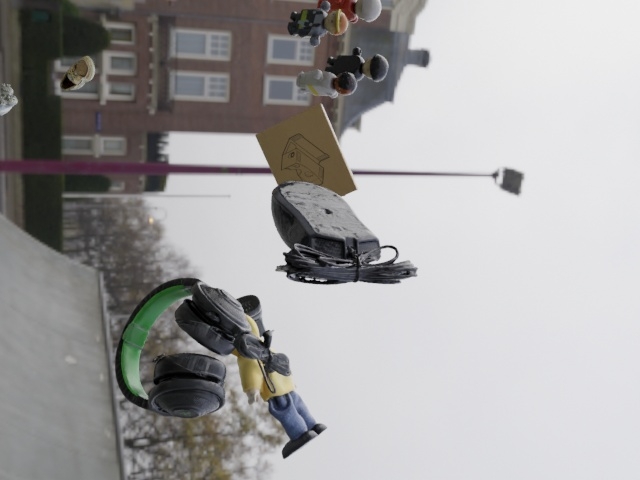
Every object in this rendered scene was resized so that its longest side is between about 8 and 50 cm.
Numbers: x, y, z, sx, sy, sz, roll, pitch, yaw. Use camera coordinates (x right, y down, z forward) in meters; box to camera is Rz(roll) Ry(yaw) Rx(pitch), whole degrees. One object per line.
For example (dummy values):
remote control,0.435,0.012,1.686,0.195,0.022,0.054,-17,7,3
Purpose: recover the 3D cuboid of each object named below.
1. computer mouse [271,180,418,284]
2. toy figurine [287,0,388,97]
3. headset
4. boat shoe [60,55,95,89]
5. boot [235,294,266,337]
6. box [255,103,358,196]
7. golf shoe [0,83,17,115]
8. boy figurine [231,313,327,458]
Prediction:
computer mouse,0.000,0.000,1.083,0.272,0.188,0.072,-123,-137,-56
toy figurine,0.044,-0.418,1.674,0.148,0.209,0.213,8,-61,28
headset,-0.216,0.179,1.319,0.394,0.185,0.243,5,-113,37
boat shoe,-0.575,-0.389,1.836,0.135,0.045,0.050,-30,-86,49
boot,-0.234,0.221,1.953,0.137,0.197,0.077,78,0,-47
box,-0.030,-0.169,1.675,0.201,0.164,0.021,66,18,-2
golf shoe,-0.745,-0.290,1.664,0.086,0.176,0.069,-39,-116,43
boy figurine,-0.106,0.265,1.463,0.092,0.177,0.285,-40,-100,17
